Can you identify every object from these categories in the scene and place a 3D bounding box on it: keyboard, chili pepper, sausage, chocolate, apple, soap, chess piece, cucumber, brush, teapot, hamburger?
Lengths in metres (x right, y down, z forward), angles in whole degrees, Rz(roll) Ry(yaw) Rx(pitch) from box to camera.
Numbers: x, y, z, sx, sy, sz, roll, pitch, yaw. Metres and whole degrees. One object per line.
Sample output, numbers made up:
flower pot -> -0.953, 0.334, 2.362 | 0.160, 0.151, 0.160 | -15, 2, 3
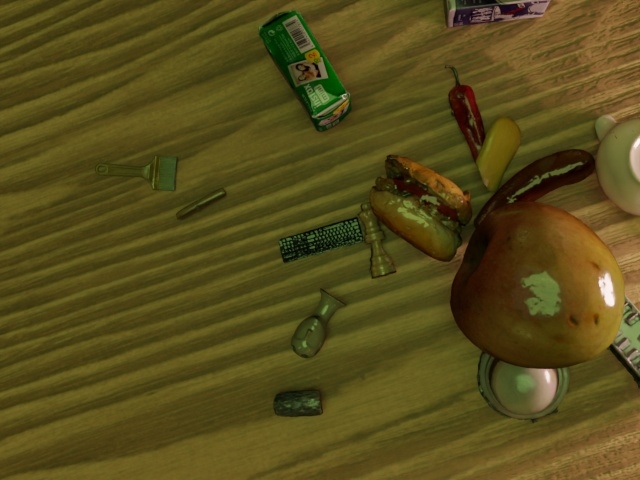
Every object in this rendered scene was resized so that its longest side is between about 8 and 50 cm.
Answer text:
keyboard -> 0.000, 0.000, 1.859 | 0.195, 0.018, 0.060 | -16, 84, 7
chili pepper -> 0.332, -0.269, 1.800 | 0.059, 0.050, 0.268 | -16, 88, -8
sausage -> 0.456, -0.105, 1.761 | 0.302, 0.076, 0.103 | -39, 70, 10
chocolate -> 0.440, 0.294, 1.730 | 0.221, 0.147, 0.222 | -1, 85, 9
apple -> 0.439, 0.092, 1.608 | 0.304, 0.338, 0.339 | 22, 92, -3
sausage -> -0.282, -0.085, 1.895 | 0.132, 0.024, 0.024 | -28, 86, 6
soap -> 0.388, -0.192, 1.778 | 0.089, 0.033, 0.169 | 33, 81, -21
chess piece -> 0.122, -0.002, 1.824 | 0.060, 0.060, 0.172 | -16, 85, 7
cucumber -> -0.050, 0.374, 1.838 | 0.111, 0.064, 0.064 | -7, 88, 8
brush -> -0.442, -0.165, 1.926 | 0.205, 0.011, 0.083 | 4, 91, 9
teapot -> 0.688, -0.136, 1.704 | 0.208, 0.166, 0.300 | -22, 94, -20
hamburger -> 0.212, -0.072, 1.727 | 0.244, 0.244, 0.163 | 30, 97, 7

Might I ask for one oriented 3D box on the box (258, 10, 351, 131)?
box -> -0.030, -0.372, 1.787 | 0.103, 0.180, 0.250 | -31, 84, 3

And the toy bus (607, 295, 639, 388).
toy bus -> 0.677, 0.232, 1.700 | 0.113, 0.139, 0.302 | -40, 83, 3

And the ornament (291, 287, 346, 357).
ornament -> -0.011, 0.193, 1.828 | 0.074, 0.081, 0.156 | 32, 89, 10

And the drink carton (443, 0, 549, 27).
drink carton -> 0.381, -0.541, 1.753 | 0.222, 0.134, 0.102 | -5, 86, 7
